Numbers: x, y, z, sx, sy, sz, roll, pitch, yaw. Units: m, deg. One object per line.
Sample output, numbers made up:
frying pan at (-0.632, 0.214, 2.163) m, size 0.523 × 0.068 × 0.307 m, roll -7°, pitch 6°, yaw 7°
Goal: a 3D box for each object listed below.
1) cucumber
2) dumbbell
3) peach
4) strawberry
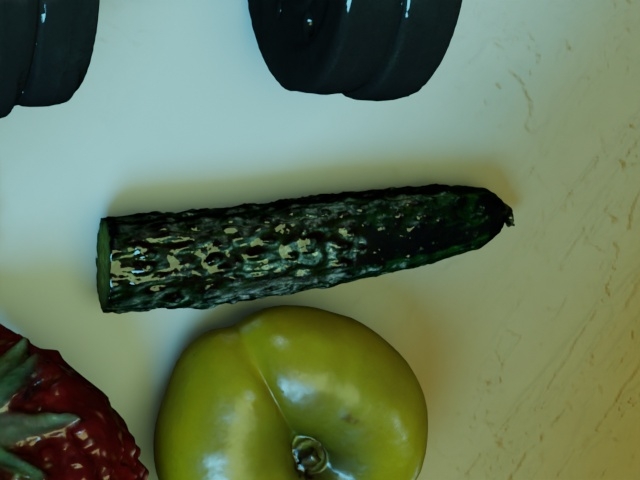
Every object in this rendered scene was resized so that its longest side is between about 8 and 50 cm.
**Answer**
cucumber at (0.000, 0.000, 1.154) m, size 0.293 × 0.067 × 0.068 m, roll -7°, pitch 104°, yaw -22°
dumbbell at (-0.079, -0.164, 1.024) m, size 0.388 × 0.185 × 0.185 m, roll -3°, pitch 102°, yaw -21°
peach at (-0.019, 0.123, 1.150) m, size 0.179 × 0.103 × 0.179 m, roll -3°, pitch 99°, yaw -21°
strawberry at (-0.142, 0.127, 1.073) m, size 0.087 × 0.167 × 0.208 m, roll -28°, pitch 154°, yaw 12°
